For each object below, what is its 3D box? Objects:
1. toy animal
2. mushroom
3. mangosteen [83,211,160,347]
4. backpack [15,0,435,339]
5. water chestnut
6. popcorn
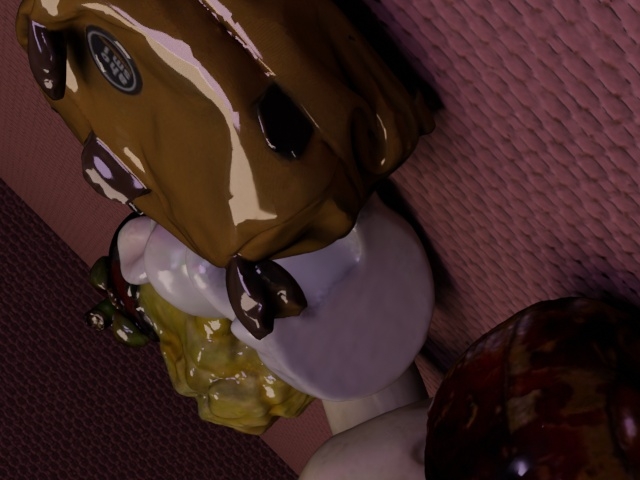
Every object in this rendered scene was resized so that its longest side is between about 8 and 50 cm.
[{"bbox_3d":[-0.060,0.016,1.285,0.367,0.196,0.241,31,162,37],"label":"toy animal"},{"bbox_3d":[0.082,0.288,1.393,0.353,0.325,0.353,40,173,6],"label":"mushroom"},{"bbox_3d":[-0.201,0.059,1.771,0.216,0.216,0.216,41,166,13],"label":"mangosteen"},{"bbox_3d":[-0.096,-0.110,1.003,0.353,0.201,0.378,48,163,1],"label":"backpack"},{"bbox_3d":[0.205,0.182,0.941,0.289,0.244,0.289,162,90,-87],"label":"water chestnut"},{"bbox_3d":[-0.099,0.081,1.535,0.286,0.215,0.252,59,172,17],"label":"popcorn"}]
